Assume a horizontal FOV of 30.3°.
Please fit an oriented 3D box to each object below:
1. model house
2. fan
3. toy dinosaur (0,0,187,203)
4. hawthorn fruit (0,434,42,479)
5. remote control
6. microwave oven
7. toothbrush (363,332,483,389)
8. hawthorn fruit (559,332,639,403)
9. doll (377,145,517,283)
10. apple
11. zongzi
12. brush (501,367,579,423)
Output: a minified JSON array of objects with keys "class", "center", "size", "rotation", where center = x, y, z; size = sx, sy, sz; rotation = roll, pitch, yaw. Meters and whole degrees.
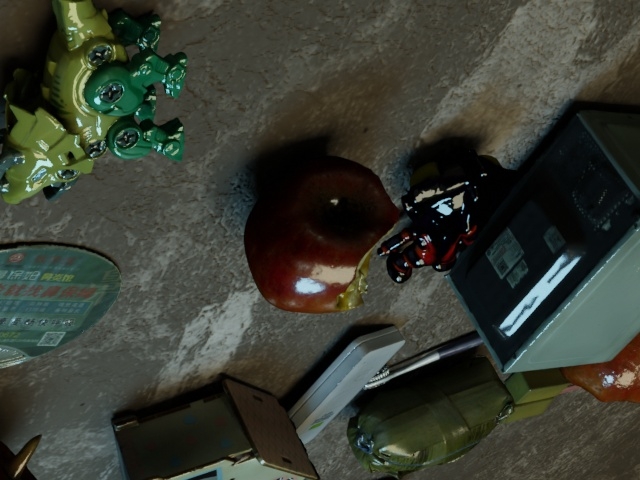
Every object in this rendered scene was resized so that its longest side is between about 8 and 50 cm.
[{"class":"model house","center":[-0.130,0.323,1.560],"size":[0.244,0.169,0.326],"rotation":[-21,148,-18]},{"class":"fan","center":[-0.311,0.091,1.212],"size":[0.223,0.012,0.294],"rotation":[-17,148,-22]},{"class":"toy dinosaur","center":[-0.175,-0.135,0.915],"size":[0.153,0.094,0.259],"rotation":[-11,137,-34]},{"class":"hawthorn fruit","center":[-0.392,0.322,1.257],"size":[0.298,0.277,0.277],"rotation":[-47,150,-5]},{"class":"remote control","center":[0.016,0.209,1.624],"size":[0.103,0.034,0.250],"rotation":[-12,148,-50]},{"class":"microwave oven","center":[0.328,-0.002,1.433],"size":[0.237,0.181,0.295],"rotation":[0,139,-37]},{"class":"toothbrush","center":[0.189,0.157,1.717],"size":[0.288,0.024,0.026],"rotation":[-18,134,-16]},{"class":"hawthorn fruit","center":[0.459,0.143,1.777],"size":[0.185,0.185,0.202],"rotation":[3,122,-43]},{"class":"doll","center":[0.138,-0.032,1.337],"size":[0.127,0.088,0.249],"rotation":[-40,165,-23]},{"class":"apple","center":[-0.007,0.002,1.192],"size":[0.147,0.156,0.158],"rotation":[0,154,-15]},{"class":"zongzi","center":[0.139,0.307,1.808],"size":[0.250,0.125,0.274],"rotation":[-15,153,-24]},{"class":"brush","center":[0.402,0.248,2.008],"size":[0.233,0.047,0.103],"rotation":[-5,142,-36]}]
